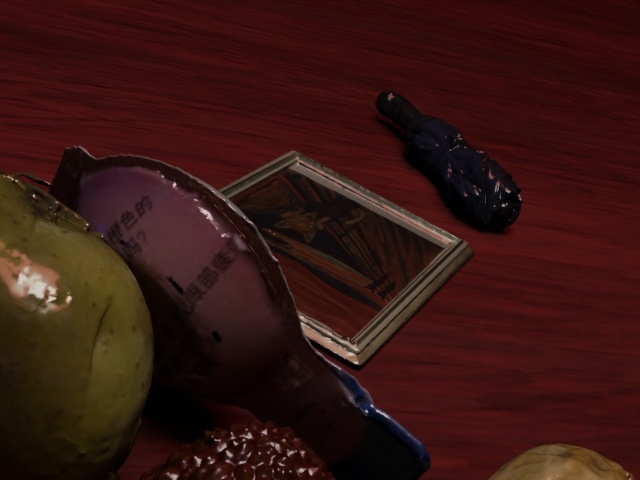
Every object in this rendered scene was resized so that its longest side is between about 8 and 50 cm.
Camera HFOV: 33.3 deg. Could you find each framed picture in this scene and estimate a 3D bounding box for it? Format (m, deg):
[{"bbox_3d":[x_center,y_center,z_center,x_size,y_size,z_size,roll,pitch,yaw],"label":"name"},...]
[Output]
[{"bbox_3d":[0.000,0.000,0.928,0.216,0.016,0.273,29,29,15],"label":"framed picture"}]

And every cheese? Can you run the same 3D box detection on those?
[{"bbox_3d":[-0.058,0.054,0.642,0.286,0.189,0.074,41,51,5],"label":"cheese"}]

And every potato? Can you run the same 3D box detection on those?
[{"bbox_3d":[-0.198,0.038,0.578,0.248,0.169,0.143,27,-2,16],"label":"potato"}]

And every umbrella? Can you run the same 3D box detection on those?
[{"bbox_3d":[0.132,-0.100,1.138,0.071,0.071,0.248,3,33,-29],"label":"umbrella"}]

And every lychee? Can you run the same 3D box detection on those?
[{"bbox_3d":[-0.045,0.152,0.523,0.123,0.123,0.129,17,64,-7],"label":"lychee"}]

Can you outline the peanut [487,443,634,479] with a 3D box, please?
[{"bbox_3d":[0.110,0.172,0.604,0.229,0.103,0.098,-8,26,-45],"label":"peanut"}]
